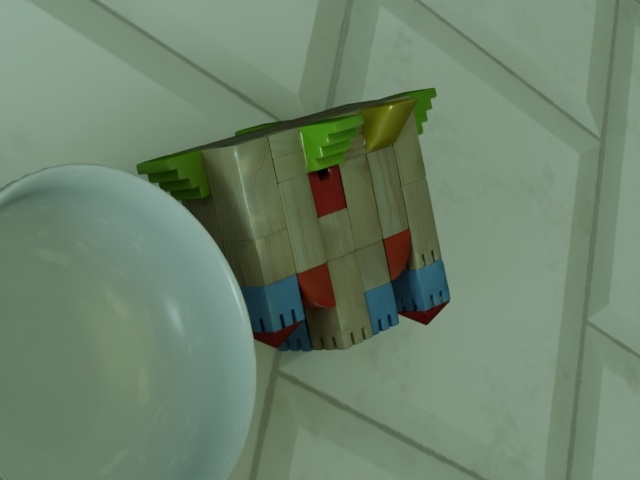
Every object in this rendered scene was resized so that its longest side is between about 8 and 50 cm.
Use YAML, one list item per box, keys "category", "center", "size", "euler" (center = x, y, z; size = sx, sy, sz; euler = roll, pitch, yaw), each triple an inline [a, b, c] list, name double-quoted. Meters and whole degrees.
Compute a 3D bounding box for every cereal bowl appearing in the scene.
- category: "cereal bowl"
  center: [-0.227, 0.110, 1.380]
  size: [0.339, 0.141, 0.339]
  euler: [17, 64, -40]

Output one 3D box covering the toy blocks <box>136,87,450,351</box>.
- category: "toy blocks"
  center: [0.000, 0.000, 1.636]
  size: [0.381, 0.191, 0.261]
  euler: [-20, 102, -46]
